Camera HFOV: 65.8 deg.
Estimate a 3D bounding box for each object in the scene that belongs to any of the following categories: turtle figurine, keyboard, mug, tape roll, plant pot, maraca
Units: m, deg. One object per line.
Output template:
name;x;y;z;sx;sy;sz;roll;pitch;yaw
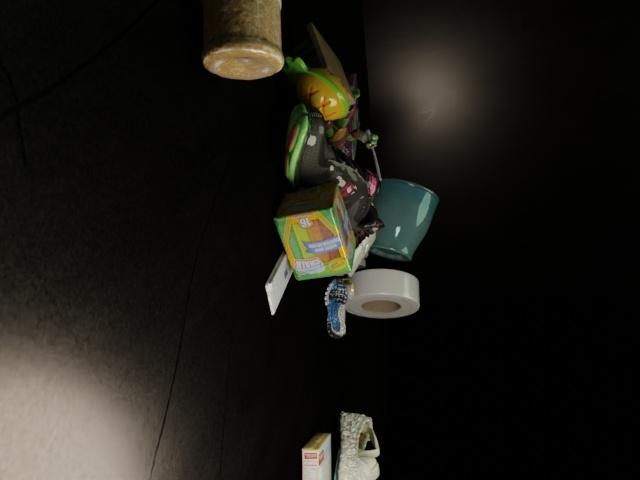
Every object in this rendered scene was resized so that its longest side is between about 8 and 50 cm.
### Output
turtle figurine;0.068;-0.276;1.389;0.266;0.198;0.274;77;12;-58
keyboard;-0.079;0.062;1.080;0.256;0.014;0.072;-68;158;-63
mug;0.079;0.172;1.682;0.078;0.064;0.062;-63;148;-69
tape roll;0.226;0.205;1.857;0.286;0.286;0.100;65;25;-62
plant pot;0.286;-0.064;1.881;0.271;0.272;0.255;50;55;-71
maraca;-0.012;-0.348;1.134;0.099;0.186;0.127;-53;-173;-19

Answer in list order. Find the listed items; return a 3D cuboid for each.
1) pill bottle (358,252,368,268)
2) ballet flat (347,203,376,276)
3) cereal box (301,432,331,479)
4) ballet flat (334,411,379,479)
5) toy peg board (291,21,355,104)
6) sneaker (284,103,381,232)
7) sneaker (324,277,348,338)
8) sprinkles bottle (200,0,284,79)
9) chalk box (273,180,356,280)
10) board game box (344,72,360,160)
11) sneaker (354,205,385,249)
pill bottle;0.141;0.021;1.941;0.094;0.094;0.169;52;37;-70
ballet flat;0.134;-0.063;1.757;0.139;0.139;0.400;70;16;-56
cereal box;-0.006;0.613;1.211;0.173;0.047;0.240;40;47;-75
ballet flat;0.108;0.633;1.451;0.409;0.147;0.147;-72;158;-75
toy peg board;0.001;-0.429;1.252;0.161;0.079;0.161;33;35;-56
sneaker;0.041;-0.164;1.213;0.483;0.202;0.185;59;30;-61
sneaker;0.049;0.203;1.551;0.083;0.071;0.190;-71;165;-76
sprinkles bottle;-0.117;-0.427;0.723;0.121;0.121;0.355;6;82;-78
chalk box;0.000;0.000;1.103;0.132;0.132;0.213;-75;150;-58
board game box;0.103;-0.438;1.768;0.347;0.056;0.208;-78;160;-52
sneaker;0.113;-0.019;1.551;0.106;0.162;0.281;58;39;-39
